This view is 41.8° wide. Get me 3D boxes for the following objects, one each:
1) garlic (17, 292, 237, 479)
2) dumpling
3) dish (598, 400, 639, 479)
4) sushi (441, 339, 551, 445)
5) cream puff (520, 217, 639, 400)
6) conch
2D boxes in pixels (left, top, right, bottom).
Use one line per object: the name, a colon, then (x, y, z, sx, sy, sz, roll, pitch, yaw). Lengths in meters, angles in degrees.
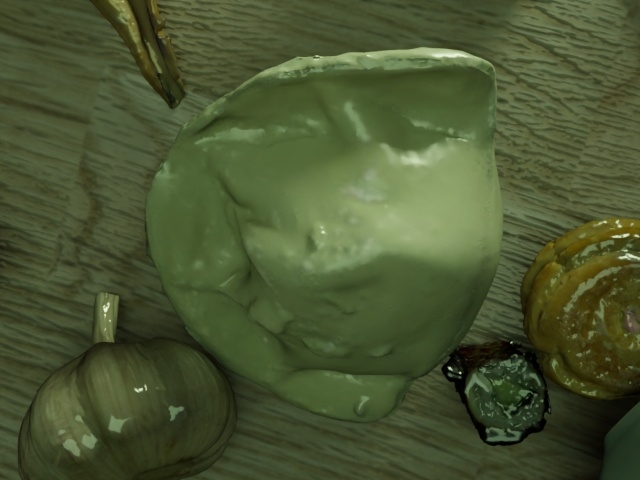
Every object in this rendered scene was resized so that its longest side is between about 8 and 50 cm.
garlic: (-0.203, 0.147, 0.826, 0.219, 0.218, 0.212, -27, 63, 4)
dumpling: (0.000, 0.000, 0.767, 0.316, 0.233, 0.394, 7, 124, -1)
dish: (0.351, 0.177, 0.777, 0.080, 0.243, 0.181, 57, 132, 33)
sushi: (0.176, 0.150, 0.843, 0.098, 0.084, 0.094, -10, 97, 8)
cream puff: (0.285, 0.060, 0.809, 0.189, 0.129, 0.188, -1, 107, -3)
conch: (-0.225, -0.284, 0.837, 0.109, 0.093, 0.330, -35, 113, -13)
